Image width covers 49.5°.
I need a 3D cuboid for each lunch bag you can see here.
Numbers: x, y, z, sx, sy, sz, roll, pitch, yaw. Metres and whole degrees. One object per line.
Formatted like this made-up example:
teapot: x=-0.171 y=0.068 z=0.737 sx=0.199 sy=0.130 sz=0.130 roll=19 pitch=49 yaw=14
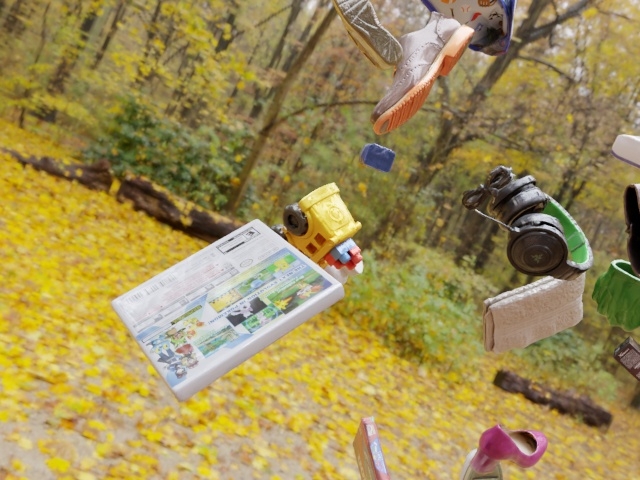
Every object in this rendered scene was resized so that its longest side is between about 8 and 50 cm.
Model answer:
lunch bag: x=0.164 y=-0.235 z=1.981 sx=0.098 sy=0.067 sz=0.065 roll=21 pitch=4 yaw=-16
lunch bag: x=0.430 y=-0.747 z=1.914 sx=0.238 sy=0.328 sz=0.385 roll=-11 pitch=-38 yaw=40

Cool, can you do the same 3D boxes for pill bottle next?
pill bottle: x=0.002 y=0.078 z=1.864 sx=0.208 sy=0.118 sz=0.117 roll=-20 pitch=-15 yaw=20

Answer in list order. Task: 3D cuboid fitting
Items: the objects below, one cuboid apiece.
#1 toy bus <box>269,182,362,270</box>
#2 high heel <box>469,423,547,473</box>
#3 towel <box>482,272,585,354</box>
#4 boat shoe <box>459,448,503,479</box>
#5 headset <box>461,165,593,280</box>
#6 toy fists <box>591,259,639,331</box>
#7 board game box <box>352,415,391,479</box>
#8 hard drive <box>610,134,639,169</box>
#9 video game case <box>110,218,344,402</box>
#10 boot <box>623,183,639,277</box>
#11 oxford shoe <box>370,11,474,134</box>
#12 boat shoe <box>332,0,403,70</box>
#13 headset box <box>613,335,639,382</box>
toy bus: x=0.000 y=0.000 z=1.706 sx=0.149 sy=0.220 sz=0.211 roll=-33 pitch=82 yaw=-42
high heel: x=0.410 y=0.406 z=1.431 sx=0.244 sy=0.117 sz=0.082 roll=2 pitch=33 yaw=-35
towel: x=0.535 y=0.178 z=1.732 sx=0.049 sy=0.282 sz=0.187 roll=-119 pitch=-169 yaw=-49
boat shoe: x=0.358 y=0.618 z=1.644 sx=0.113 sy=0.303 sz=0.103 roll=-3 pitch=17 yaw=-15
headset: x=0.476 y=-0.054 z=1.543 sx=0.394 sy=0.185 sz=0.244 roll=15 pitch=44 yaw=-31
toy fists: x=0.752 y=0.159 z=1.559 sx=0.279 sy=0.142 sz=0.096 roll=30 pitch=32 yaw=27
board game box: x=0.110 y=0.476 z=1.244 sx=0.027 sy=0.282 sz=0.145 roll=-9 pitch=-33 yaw=-10
hard drive: x=0.632 y=-0.110 z=1.119 sx=0.318 sy=0.040 sz=0.210 roll=-5 pitch=32 yaw=-45
video game case: x=-0.172 y=0.105 z=1.229 sx=0.300 sy=0.328 sz=0.036 roll=36 pitch=-31 yaw=47
boot: x=0.479 y=-0.066 z=0.889 sx=0.206 sy=0.249 sz=0.090 roll=4 pitch=-11 yaw=-24
oxford shoe: x=0.212 y=-0.397 z=1.642 sx=0.132 sy=0.364 sz=0.130 roll=37 pitch=-21 yaw=8
boat shoe: x=0.056 y=-0.287 z=0.943 sx=0.135 sy=0.050 sz=0.045 roll=54 pitch=-21 yaw=-4
headset box: x=0.443 y=0.174 z=0.946 sx=0.083 sy=0.032 sz=0.062 roll=45 pitch=19 yaw=18
